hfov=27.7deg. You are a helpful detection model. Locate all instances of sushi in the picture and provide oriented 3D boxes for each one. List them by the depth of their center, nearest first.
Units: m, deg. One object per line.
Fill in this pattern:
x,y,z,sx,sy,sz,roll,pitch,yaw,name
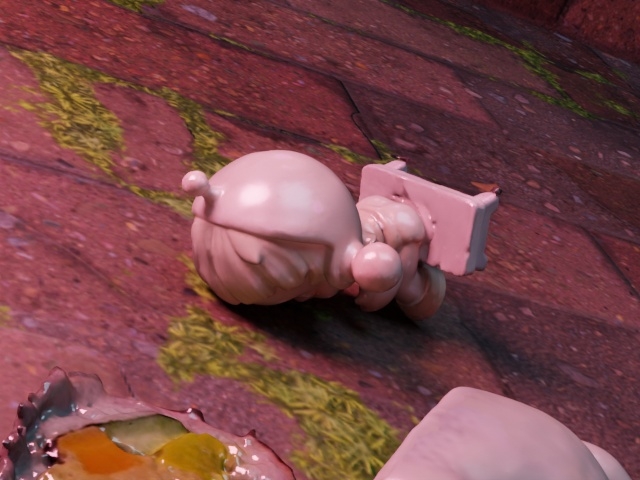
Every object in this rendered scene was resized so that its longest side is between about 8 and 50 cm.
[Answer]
-0.084,0.159,0.595,0.161,0.108,0.241,21,17,-6,sushi

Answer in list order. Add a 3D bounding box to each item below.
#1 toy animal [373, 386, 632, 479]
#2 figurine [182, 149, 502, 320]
0.171,0.221,0.600,0.367,0.196,0.241,33,32,26,toy animal
0.006,-0.007,1.018,0.256,0.145,0.182,-1,37,-41,figurine
